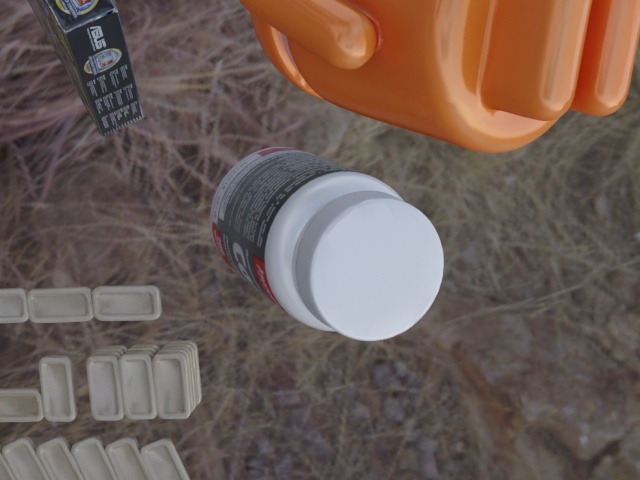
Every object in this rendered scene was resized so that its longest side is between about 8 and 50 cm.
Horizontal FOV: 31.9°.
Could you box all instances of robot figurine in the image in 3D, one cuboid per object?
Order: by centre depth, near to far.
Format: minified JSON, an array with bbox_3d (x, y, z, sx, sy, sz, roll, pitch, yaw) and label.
[{"bbox_3d":[0.049,-0.119,0.555,0.158,0.219,0.128,-46,133,-19],"label":"robot figurine"}]

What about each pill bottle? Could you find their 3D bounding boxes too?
[{"bbox_3d":[0.000,0.000,1.149,0.161,0.283,0.161,-5,104,-21],"label":"pill bottle"}]

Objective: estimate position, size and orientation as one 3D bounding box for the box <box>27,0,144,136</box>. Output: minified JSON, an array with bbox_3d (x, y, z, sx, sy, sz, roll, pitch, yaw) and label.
[{"bbox_3d":[-0.279,-0.261,1.226,0.060,0.270,0.216,-29,76,-11],"label":"box"}]

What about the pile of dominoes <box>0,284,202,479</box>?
[{"bbox_3d":[-0.231,0.132,0.982,0.040,0.251,0.196,-52,139,-74],"label":"pile of dominoes"}]
